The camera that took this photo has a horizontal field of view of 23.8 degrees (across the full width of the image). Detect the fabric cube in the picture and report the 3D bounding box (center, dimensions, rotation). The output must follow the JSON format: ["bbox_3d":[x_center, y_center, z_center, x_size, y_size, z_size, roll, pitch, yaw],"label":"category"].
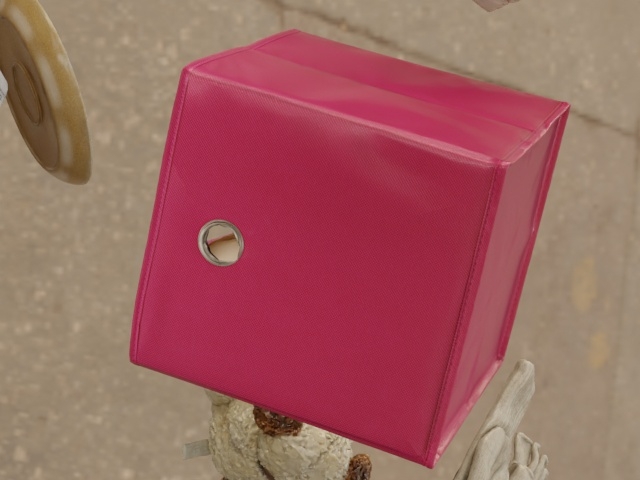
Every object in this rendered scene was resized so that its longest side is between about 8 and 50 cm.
[{"bbox_3d":[0.029,-0.007,1.237,0.259,0.258,0.254,-37,142,-66],"label":"fabric cube"}]

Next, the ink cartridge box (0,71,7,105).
[{"bbox_3d":[-0.432,-0.171,1.569,0.127,0.175,0.072,68,30,-50],"label":"ink cartridge box"}]

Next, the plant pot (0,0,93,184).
[{"bbox_3d":[-0.320,-0.169,1.712,0.032,0.236,0.236,-22,114,-22],"label":"plant pot"}]

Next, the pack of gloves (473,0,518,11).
[{"bbox_3d":[0.130,-0.302,1.310,0.232,0.195,0.046,34,65,-24],"label":"pack of gloves"}]

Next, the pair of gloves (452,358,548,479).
[{"bbox_3d":[0.179,0.256,1.548,0.204,0.042,0.240,-55,153,-30],"label":"pair of gloves"}]

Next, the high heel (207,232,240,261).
[{"bbox_3d":[-0.109,0.003,2.117,0.117,0.244,0.082,64,23,-55],"label":"high heel"}]

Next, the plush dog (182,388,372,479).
[{"bbox_3d":[-0.051,0.292,2.147,0.262,0.225,0.210,37,65,-25],"label":"plush dog"}]
